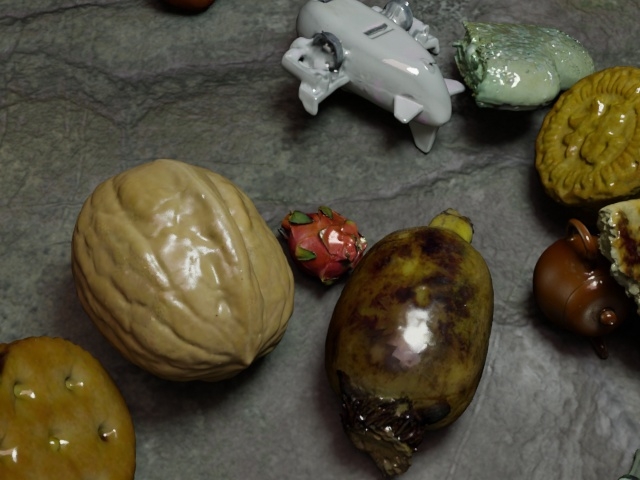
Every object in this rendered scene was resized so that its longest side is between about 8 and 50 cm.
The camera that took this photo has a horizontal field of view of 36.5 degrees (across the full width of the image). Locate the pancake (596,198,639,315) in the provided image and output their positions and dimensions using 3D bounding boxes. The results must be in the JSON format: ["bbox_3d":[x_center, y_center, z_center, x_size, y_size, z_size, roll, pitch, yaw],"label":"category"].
[{"bbox_3d":[0.380,0.081,1.045,0.265,0.057,0.245,4,87,-35],"label":"pancake"}]

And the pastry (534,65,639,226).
[{"bbox_3d":[0.340,-0.108,1.123,0.103,0.188,0.189,25,51,-37],"label":"pastry"}]

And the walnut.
[{"bbox_3d":[-0.146,0.035,1.032,0.224,0.225,0.261,-29,63,-16],"label":"walnut"}]

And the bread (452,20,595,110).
[{"bbox_3d":[0.247,-0.230,1.227,0.172,0.064,0.232,30,36,31],"label":"bread"}]

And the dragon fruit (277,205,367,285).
[{"bbox_3d":[-0.002,-0.001,1.123,0.116,0.086,0.081,30,102,24],"label":"dragon fruit"}]

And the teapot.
[{"bbox_3d":[0.293,0.053,1.061,0.116,0.173,0.116,-12,34,8],"label":"teapot"}]

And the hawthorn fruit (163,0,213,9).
[{"bbox_3d":[-0.183,-0.387,1.323,0.125,0.140,0.125,-14,30,8],"label":"hawthorn fruit"}]

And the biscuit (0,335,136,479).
[{"bbox_3d":[-0.272,0.200,0.936,0.066,0.220,0.221,-20,55,30],"label":"biscuit"}]

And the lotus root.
[{"bbox_3d":[0.098,0.086,1.036,0.169,0.141,0.314,14,61,11],"label":"lotus root"}]

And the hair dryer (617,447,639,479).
[{"bbox_3d":[0.294,0.285,0.983,0.100,0.057,0.198,26,55,14],"label":"hair dryer"}]

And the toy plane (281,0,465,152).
[{"bbox_3d":[0.067,-0.223,1.230,0.252,0.118,0.252,9,47,-10],"label":"toy plane"}]
